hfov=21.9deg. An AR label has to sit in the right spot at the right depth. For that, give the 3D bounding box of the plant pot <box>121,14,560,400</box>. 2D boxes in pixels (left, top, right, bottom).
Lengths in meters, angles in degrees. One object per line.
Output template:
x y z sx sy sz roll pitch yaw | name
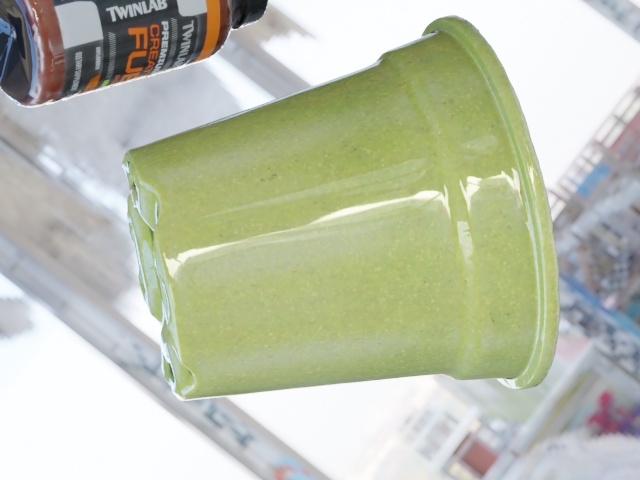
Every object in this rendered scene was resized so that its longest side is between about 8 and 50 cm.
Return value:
0.000 0.000 1.173 0.253 0.276 0.276 -13 -15 -11 | plant pot

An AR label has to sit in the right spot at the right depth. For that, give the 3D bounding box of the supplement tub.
-0.135 -0.165 1.159 0.198 0.106 0.106 -20 -22 -31 | supplement tub
